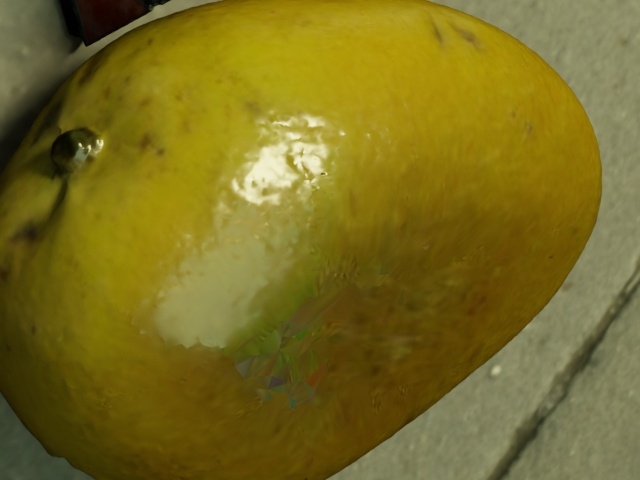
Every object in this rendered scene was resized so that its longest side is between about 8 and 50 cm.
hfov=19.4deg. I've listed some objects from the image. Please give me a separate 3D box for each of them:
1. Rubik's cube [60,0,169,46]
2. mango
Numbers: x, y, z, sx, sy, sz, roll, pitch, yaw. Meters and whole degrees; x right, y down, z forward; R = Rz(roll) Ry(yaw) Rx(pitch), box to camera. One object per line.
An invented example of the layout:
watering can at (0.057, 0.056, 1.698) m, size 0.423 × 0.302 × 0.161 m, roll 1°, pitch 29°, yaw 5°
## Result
Rubik's cube at (-0.053, -0.196, 0.895) m, size 0.178 × 0.211 × 0.190 m, roll -41°, pitch 168°, yaw -39°
mango at (0.000, 0.000, 0.942) m, size 0.365 × 0.182 × 0.253 m, roll -11°, pitch 119°, yaw -32°
